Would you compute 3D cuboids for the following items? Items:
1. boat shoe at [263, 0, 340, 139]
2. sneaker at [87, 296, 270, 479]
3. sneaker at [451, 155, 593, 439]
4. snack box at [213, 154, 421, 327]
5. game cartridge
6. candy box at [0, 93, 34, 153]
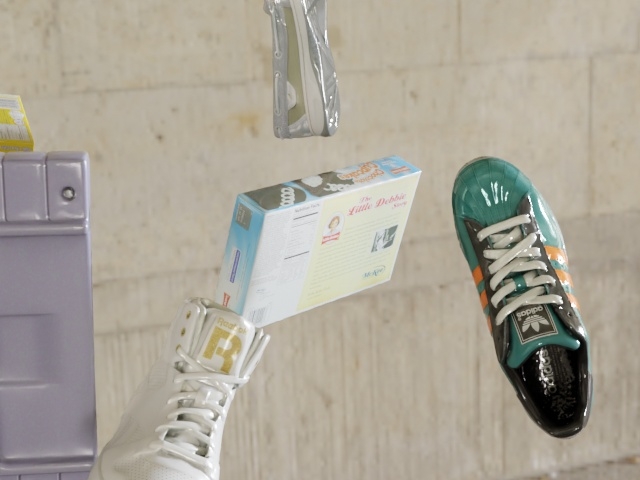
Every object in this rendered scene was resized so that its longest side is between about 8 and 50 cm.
[{"bbox_3d":[-0.045,-0.306,1.790,0.103,0.320,0.118,-5,19,18],"label":"boat shoe"},{"bbox_3d":[-0.115,0.141,1.037,0.108,0.169,0.292,24,13,-13],"label":"sneaker"},{"bbox_3d":[0.215,0.059,1.235,0.108,0.302,0.121,-20,6,8],"label":"sneaker"},{"bbox_3d":[0.000,0.000,1.663,0.060,0.187,0.322,33,33,32],"label":"snack box"},{"bbox_3d":[-0.320,0.096,1.102,0.230,0.355,0.068,-3,16,-13],"label":"game cartridge"},{"bbox_3d":[-0.476,-0.170,1.742,0.105,0.027,0.206,0,25,-20],"label":"candy box"}]
